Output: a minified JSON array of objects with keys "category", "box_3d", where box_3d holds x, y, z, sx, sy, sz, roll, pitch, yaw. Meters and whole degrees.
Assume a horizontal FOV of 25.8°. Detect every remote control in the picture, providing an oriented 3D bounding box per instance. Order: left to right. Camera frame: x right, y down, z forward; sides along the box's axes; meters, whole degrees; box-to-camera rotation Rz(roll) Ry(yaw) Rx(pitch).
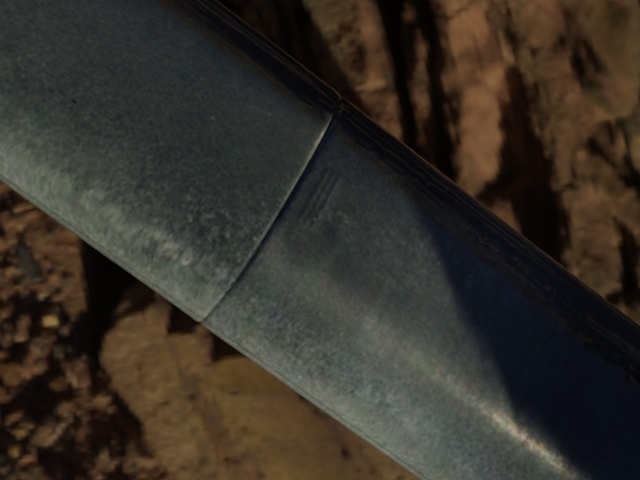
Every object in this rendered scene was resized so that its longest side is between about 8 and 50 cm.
[{"category":"remote control","box_3d":[0.000,0.000,0.484,0.377,0.044,0.107,36,51,-11]}]
